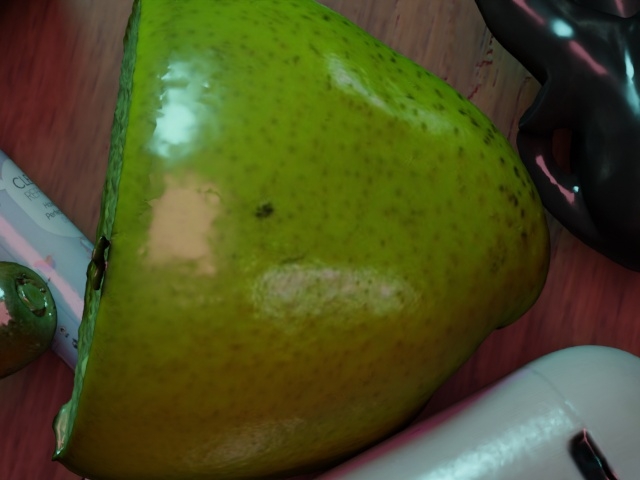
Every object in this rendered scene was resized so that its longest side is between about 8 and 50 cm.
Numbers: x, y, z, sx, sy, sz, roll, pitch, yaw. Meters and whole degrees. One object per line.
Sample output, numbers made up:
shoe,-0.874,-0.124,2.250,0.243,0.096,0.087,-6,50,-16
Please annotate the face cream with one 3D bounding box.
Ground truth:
face cream,-0.211,0.004,1.389,0.075,0.075,0.229,-44,87,-4

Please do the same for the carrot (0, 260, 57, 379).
carrot,-0.304,0.113,1.361,0.298,0.078,0.078,-35,85,19

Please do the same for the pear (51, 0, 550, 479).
pear,0.000,0.000,1.296,0.318,0.238,0.343,11,72,-13

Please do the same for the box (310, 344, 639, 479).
box,0.126,0.244,1.267,0.349,0.141,0.289,-26,69,-13

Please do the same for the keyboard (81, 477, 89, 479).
keyboard,-0.178,0.239,1.399,0.053,0.010,0.155,26,85,3

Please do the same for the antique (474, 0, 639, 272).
antique,0.289,-0.110,1.354,0.322,0.185,0.255,-22,79,1
